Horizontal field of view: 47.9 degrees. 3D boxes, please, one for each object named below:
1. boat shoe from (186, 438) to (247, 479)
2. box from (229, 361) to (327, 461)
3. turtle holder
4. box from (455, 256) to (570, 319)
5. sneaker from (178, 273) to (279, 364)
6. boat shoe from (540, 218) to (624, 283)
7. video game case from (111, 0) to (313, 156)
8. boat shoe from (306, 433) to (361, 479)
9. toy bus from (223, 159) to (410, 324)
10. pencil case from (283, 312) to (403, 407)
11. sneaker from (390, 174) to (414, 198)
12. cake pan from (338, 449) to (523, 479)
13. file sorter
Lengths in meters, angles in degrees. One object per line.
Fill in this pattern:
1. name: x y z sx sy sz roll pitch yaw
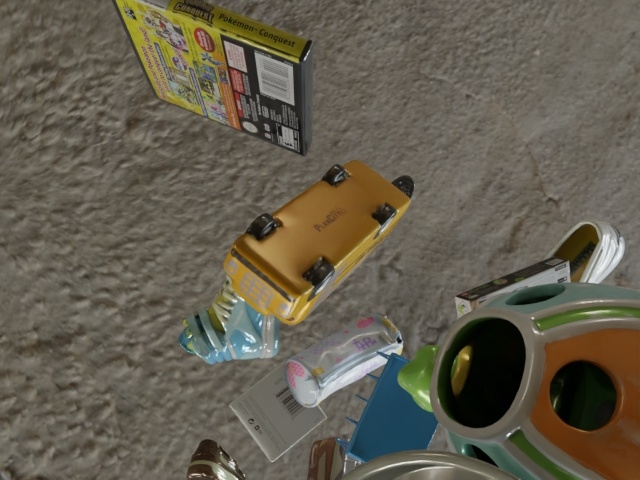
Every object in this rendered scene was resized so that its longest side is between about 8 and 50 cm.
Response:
1. boat shoe: -0.185 0.494 1.477 0.095 0.095 0.257 -10 133 13
2. box: -0.110 0.437 1.847 0.182 0.119 0.181 -37 83 -11
3. turtle holder: 0.221 0.138 0.685 0.227 0.320 0.243 21 105 -22
4. box: 0.307 0.110 1.123 0.207 0.036 0.114 -18 107 -26
5. sneaker: -0.198 0.138 1.493 0.208 0.127 0.319 -11 124 -16
6. boat shoe: 0.411 0.113 1.334 0.156 0.136 0.367 13 118 -51
7. video game case: -0.128 -0.219 0.942 0.248 0.275 0.035 22 75 5
8. boat shoe: 0.005 0.584 1.583 0.324 0.116 0.123 -73 147 -41
9. toy bus: 0.000 0.000 0.944 0.108 0.130 0.332 39 39 9
10. pencil case: 0.052 0.255 1.544 0.273 0.124 0.114 -21 113 -36
11. sneaker: 0.131 -0.070 1.415 0.051 0.089 0.170 25 118 -7
12. cake pan: 0.109 0.306 0.556 0.054 0.293 0.293 2 93 -56
13. file sorter: 0.114 0.279 1.160 0.118 0.104 0.170 29 80 -11
